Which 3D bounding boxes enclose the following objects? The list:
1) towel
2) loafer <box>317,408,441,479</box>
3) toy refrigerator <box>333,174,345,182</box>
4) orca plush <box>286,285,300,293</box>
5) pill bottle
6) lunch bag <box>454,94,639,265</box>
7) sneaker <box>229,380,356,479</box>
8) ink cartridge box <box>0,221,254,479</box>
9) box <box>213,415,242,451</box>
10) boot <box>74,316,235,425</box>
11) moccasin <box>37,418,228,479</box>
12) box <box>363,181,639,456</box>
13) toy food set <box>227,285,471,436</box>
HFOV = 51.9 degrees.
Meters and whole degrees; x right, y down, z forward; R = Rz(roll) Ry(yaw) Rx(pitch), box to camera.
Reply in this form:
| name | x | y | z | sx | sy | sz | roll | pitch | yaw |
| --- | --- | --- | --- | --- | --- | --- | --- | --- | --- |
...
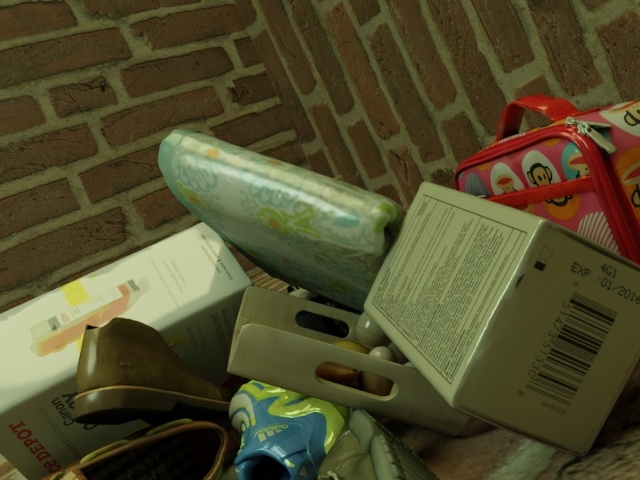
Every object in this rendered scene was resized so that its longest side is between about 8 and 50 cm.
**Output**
| name | x | y | z | sx | sy | sz | roll | pitch | yaw |
| --- | --- | --- | --- | --- | --- | --- | --- | --- | --- |
| towel | 0.000 | 0.000 | 0.869 | 0.320 | 0.090 | 0.374 | 18 | -15 | 29 |
| loafer | 0.043 | 0.193 | 0.472 | 0.087 | 0.094 | 0.251 | -50 | -3 | -6 |
| toy refrigerator | 0.044 | 0.025 | 1.207 | 0.094 | 0.270 | 0.102 | -22 | 4 | 34 |
| orca plush | -0.035 | 0.136 | 1.443 | 0.151 | 0.102 | 0.287 | -27 | 4 | -23 |
| pill bottle | 0.008 | 0.130 | 1.116 | 0.219 | 0.123 | 0.122 | -22 | 5 | 30 |
| lunch bag | 0.262 | -0.032 | 0.699 | 0.120 | 0.258 | 0.293 | -23 | 2 | -12 |
| sneaker | -0.062 | 0.212 | 0.712 | 0.126 | 0.091 | 0.240 | -29 | 6 | -37 |
| ink cartridge box | -0.279 | 0.184 | 0.970 | 0.384 | 0.160 | 0.279 | -26 | -39 | -18 |
| box | -0.147 | 0.273 | 0.894 | 0.136 | 0.028 | 0.081 | -27 | 4 | -9 |
| boot | -0.187 | 0.170 | 0.822 | 0.112 | 0.115 | 0.305 | -18 | -24 | 13 |
| moccasin | -0.225 | 0.281 | 0.616 | 0.147 | 0.139 | 0.380 | -33 | -10 | 33 |
| box | 0.148 | 0.051 | 0.568 | 0.149 | 0.126 | 0.232 | -65 | 15 | 6 |
| toy food set | 0.020 | 0.106 | 0.711 | 0.219 | 0.093 | 0.306 | 17 | -1 | -6 |
